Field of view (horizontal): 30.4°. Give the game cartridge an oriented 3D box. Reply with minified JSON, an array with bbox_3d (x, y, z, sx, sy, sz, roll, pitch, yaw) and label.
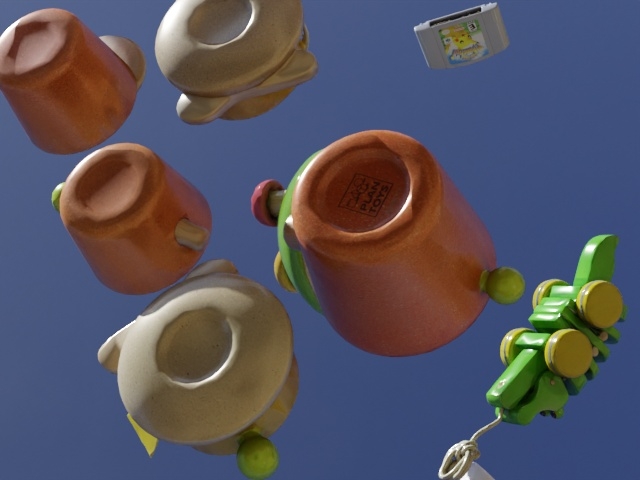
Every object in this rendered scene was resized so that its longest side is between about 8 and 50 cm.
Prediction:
[{"bbox_3d":[0.139,-0.196,1.144,0.083,0.056,0.017,-14,-134,16],"label":"game cartridge"}]

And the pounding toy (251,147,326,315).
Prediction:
[{"bbox_3d":[0.000,0.000,1.274,0.237,0.110,0.183,24,-112,-56],"label":"pounding toy"}]

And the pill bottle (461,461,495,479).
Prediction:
[{"bbox_3d":[0.102,0.317,1.127,0.215,0.117,0.117,-45,-83,-4],"label":"pill bottle"}]

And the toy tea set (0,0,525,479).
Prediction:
[{"bbox_3d":[-0.049,-0.026,0.649,0.200,0.124,0.336,-34,-125,-2],"label":"toy tea set"}]

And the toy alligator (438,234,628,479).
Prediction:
[{"bbox_3d":[0.140,0.080,0.714,0.051,0.056,0.189,43,-109,-18],"label":"toy alligator"}]
